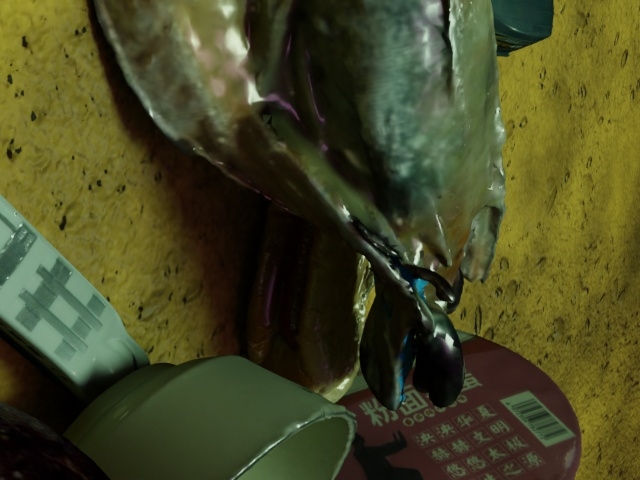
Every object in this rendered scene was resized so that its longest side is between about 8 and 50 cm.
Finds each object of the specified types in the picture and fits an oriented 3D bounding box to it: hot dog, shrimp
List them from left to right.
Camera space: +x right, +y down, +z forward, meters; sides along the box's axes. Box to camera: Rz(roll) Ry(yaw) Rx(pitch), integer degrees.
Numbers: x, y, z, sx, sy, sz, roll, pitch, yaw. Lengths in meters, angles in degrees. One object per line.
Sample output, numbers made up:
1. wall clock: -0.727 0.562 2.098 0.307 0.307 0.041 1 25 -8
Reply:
1. hot dog: 0.000 0.000 0.788 0.073 0.084 0.242 11 94 -56
2. shrimp: 0.006 -0.080 0.646 0.110 0.221 0.445 -105 177 -65

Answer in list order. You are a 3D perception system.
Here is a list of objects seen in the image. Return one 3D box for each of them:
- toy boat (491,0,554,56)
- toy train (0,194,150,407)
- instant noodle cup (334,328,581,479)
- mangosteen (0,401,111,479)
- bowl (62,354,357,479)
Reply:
1. toy boat: 0.106 -0.199 0.834 0.296 0.122 0.114 -18 96 -65
2. toy train: -0.144 0.049 0.612 0.052 0.051 0.234 -58 144 -20
3. instant noodle cup: 0.073 0.203 0.866 0.235 0.235 0.178 -36 141 -46
4. mangosteen: -0.189 0.197 0.436 0.275 0.275 0.302 -54 173 -31
5. bowl: -0.088 0.150 0.650 0.211 0.112 0.211 -44 158 -23
